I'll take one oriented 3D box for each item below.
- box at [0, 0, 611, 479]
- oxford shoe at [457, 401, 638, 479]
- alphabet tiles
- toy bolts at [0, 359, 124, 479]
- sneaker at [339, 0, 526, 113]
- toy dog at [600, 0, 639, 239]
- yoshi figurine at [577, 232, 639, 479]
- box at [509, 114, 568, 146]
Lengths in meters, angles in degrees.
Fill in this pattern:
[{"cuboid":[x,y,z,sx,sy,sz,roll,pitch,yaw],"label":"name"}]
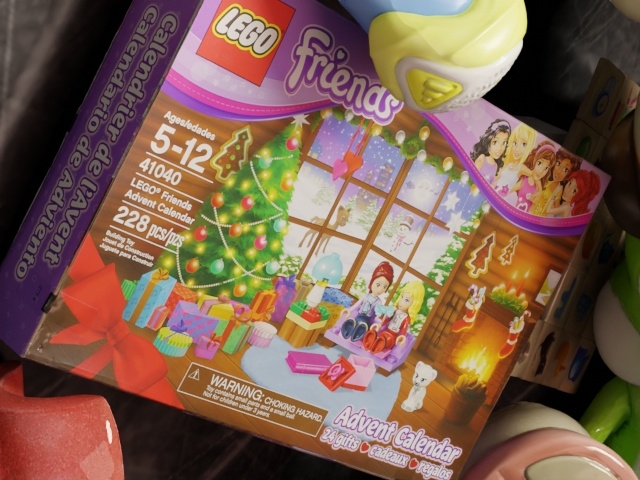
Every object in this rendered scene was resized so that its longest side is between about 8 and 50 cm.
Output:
[{"cuboid":[0.000,0.000,0.814,0.293,0.057,0.201,24,94,-41],"label":"box"},{"cuboid":[0.025,0.256,0.971,0.397,0.146,0.140,-42,104,3],"label":"oxford shoe"},{"cuboid":[0.179,0.002,1.068,0.237,0.009,0.198,21,92,-63],"label":"alphabet tiles"},{"cuboid":[-0.156,0.176,0.686,0.158,0.218,0.229,-12,101,-38],"label":"toy bolts"},{"cuboid":[0.055,-0.175,0.765,0.126,0.091,0.240,45,38,-27],"label":"sneaker"},{"cuboid":[0.261,-0.160,0.855,0.395,0.284,0.408,-66,161,-76],"label":"toy dog"},{"cuboid":[0.251,0.133,1.085,0.203,0.203,0.362,-41,141,-29],"label":"yoshi figurine"},{"cuboid":[0.063,-0.002,0.948,0.186,0.038,0.145,0,111,-48],"label":"box"}]
